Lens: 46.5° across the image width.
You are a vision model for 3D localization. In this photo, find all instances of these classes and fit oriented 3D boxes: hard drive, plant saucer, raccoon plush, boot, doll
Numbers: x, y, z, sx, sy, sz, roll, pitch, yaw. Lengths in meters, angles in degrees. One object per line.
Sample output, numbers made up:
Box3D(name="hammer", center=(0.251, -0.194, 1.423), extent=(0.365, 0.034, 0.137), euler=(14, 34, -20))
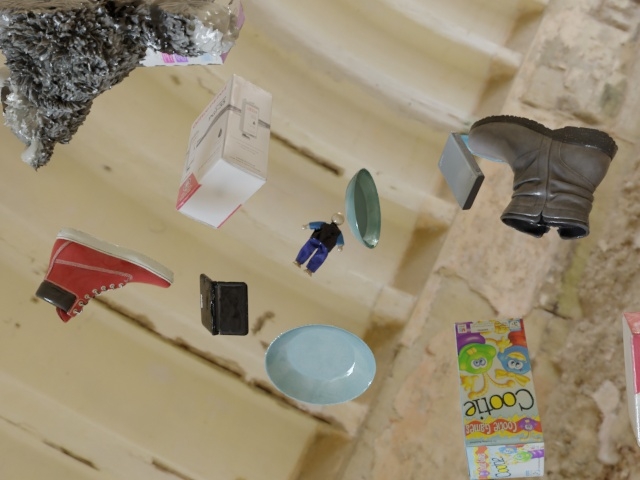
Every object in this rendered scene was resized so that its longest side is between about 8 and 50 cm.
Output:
Box3D(name="hard drive", center=(0.283, -0.142, 1.508), extent=(0.094, 0.022, 0.135), euler=(104, 154, -46))
Box3D(name="plant saucer", center=(0.060, -0.046, 1.089), extent=(0.119, 0.021, 0.119), euler=(-5, -90, -68))
Box3D(name="raccoon plush", center=(-0.345, -0.233, 1.163), extent=(0.216, 0.447, 0.299), euler=(-44, -34, -42))
Box3D(name="boot", center=(0.411, -0.130, 1.521), extent=(0.118, 0.338, 0.222), euler=(37, -106, -41))
Box3D(name="boot", center=(-0.427, 0.096, 1.481), extent=(0.088, 0.244, 0.176), euler=(-25, 47, 65))
Box3D(name="doll", center=(0.000, 0.000, 2.007), extent=(0.189, 0.129, 0.046), euler=(-53, -9, -6))
Box3D(name="plant saucer", center=(0.000, 0.209, 1.304), extent=(0.037, 0.195, 0.195), euler=(-84, 11, -54))

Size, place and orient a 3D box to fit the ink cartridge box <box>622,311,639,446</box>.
Box3D(name="ink cartridge box", center=(0.899, 0.303, 1.675), extent=(0.160, 0.385, 0.279), euler=(-40, -56, -72))

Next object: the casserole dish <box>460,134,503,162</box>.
Box3D(name="casserole dish", center=(0.439, -0.235, 1.943), extent=(0.114, 0.188, 0.037), euler=(19, 94, 57))

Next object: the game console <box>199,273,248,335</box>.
Box3D(name="game console", center=(-0.207, 0.136, 1.589), extent=(0.107, 0.071, 0.122), euler=(27, 120, 57))

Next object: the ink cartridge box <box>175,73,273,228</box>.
Box3D(name="ink cartridge box", center=(-0.214, -0.202, 1.681), extent=(0.207, 0.117, 0.283), euler=(-40, 36, 39))

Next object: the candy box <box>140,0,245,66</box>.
Box3D(name="candy box", center=(-0.267, -0.419, 1.476), extent=(0.070, 0.196, 0.164), euler=(76, -158, -44))

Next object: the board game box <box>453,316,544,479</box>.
Box3D(name="board game box", center=(0.348, 0.308, 1.465), extent=(0.144, 0.142, 0.275), euler=(73, -165, -46))
